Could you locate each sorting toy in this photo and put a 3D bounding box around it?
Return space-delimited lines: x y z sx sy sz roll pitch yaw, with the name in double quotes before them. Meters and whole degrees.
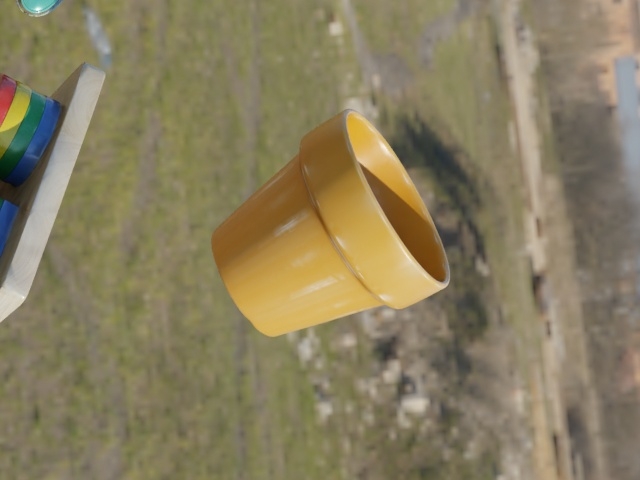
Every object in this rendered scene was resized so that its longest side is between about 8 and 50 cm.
"sorting toy" -0.325 -0.026 1.556 0.257 0.089 0.255 -35 -146 50

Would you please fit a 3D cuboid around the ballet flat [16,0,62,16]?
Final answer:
"ballet flat" -0.291 -0.340 1.864 0.188 0.070 0.070 -64 172 4

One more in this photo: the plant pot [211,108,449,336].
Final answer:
"plant pot" 0.000 0.000 1.698 0.205 0.188 0.205 54 16 -24
